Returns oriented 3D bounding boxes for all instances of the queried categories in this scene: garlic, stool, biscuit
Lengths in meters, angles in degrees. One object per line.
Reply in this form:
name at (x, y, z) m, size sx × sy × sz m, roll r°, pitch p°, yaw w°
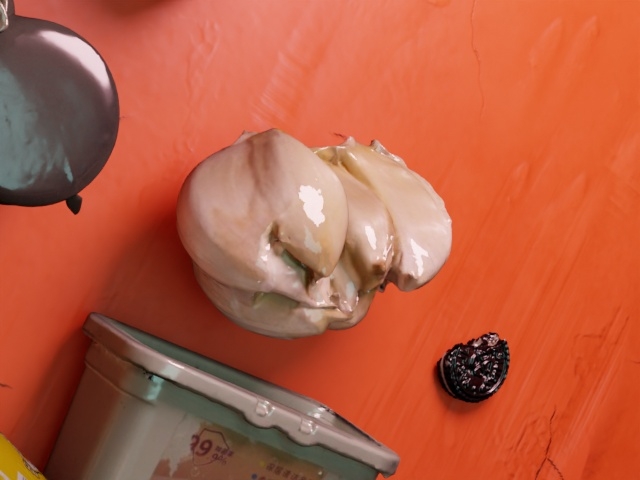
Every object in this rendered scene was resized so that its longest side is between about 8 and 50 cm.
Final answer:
garlic at (-0.013, 0.010, 1.427) m, size 0.281 × 0.203 × 0.185 m, roll 13°, pitch 127°, yaw -46°
stool at (-0.268, -0.131, 1.285) m, size 0.153 × 0.139 × 0.228 m, roll -8°, pitch 97°, yaw -32°
biscuit at (0.169, 0.135, 1.640) m, size 0.087 × 0.027 × 0.089 m, roll 37°, pitch 75°, yaw -29°

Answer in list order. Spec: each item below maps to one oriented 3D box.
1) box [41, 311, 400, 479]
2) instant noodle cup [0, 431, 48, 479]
box at (-0.104, 0.214, 1.404) m, size 0.312 × 0.175 × 0.182 m, roll 26°, pitch 89°, yaw -30°
instant noodle cup at (-0.346, 0.230, 1.212) m, size 0.200 × 0.264 × 0.264 m, roll 46°, pitch 70°, yaw -36°
